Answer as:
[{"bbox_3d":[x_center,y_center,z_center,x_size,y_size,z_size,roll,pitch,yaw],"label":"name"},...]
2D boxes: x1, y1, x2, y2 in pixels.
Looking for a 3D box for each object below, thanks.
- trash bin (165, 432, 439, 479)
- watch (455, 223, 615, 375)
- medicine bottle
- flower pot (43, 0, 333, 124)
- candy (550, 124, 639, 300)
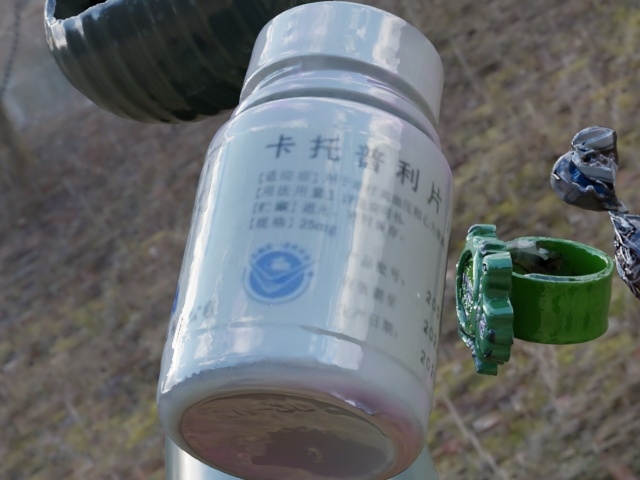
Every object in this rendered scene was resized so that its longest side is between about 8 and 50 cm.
[{"bbox_3d":[-0.016,0.251,1.447,0.280,0.280,0.432,-27,37,12],"label":"trash bin"},{"bbox_3d":[0.215,0.061,1.526,0.152,0.131,0.165,1,17,-10],"label":"watch"},{"bbox_3d":[0.000,0.000,1.003,0.170,0.170,0.293,-19,47,37],"label":"medicine bottle"},{"bbox_3d":[-0.102,-0.189,1.233,0.243,0.157,0.189,-19,48,28],"label":"flower pot"},{"bbox_3d":[0.255,0.010,1.162,0.094,0.226,0.051,-14,-23,-46],"label":"candy"}]
